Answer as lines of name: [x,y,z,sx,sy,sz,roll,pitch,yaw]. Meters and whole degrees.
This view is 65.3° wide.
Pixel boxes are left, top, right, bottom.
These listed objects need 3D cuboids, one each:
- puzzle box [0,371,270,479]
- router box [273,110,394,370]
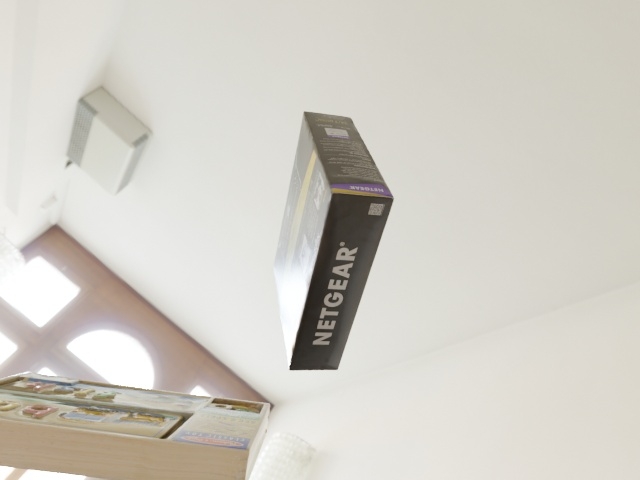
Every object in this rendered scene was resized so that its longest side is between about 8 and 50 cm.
puzzle box: [-0.283,0.247,0.680,0.409,0.052,0.272,7,-6,0]
router box: [0.000,0.000,0.745,0.081,0.243,0.308,4,-54,-14]
